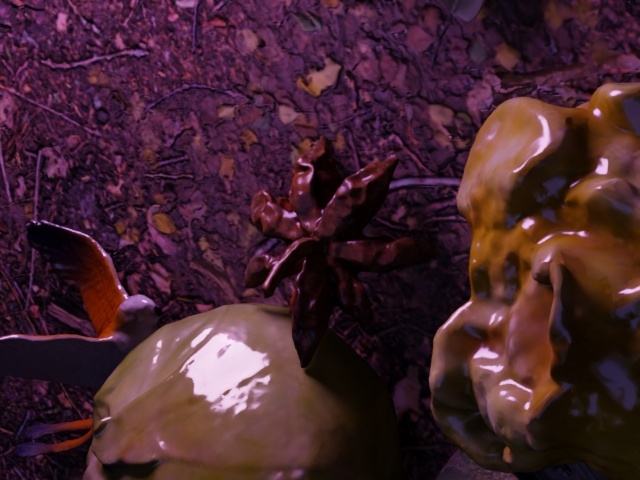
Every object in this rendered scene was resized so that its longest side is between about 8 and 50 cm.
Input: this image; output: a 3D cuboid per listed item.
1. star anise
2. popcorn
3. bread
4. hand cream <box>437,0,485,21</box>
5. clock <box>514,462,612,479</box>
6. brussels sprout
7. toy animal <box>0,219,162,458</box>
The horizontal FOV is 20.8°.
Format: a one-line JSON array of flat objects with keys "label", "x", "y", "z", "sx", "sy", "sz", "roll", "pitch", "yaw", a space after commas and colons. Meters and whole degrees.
[{"label": "star anise", "x": 0.006, "y": 0.000, "z": 1.696, "sx": 0.196, "sy": 0.111, "sz": 0.212, "roll": -19, "pitch": 62, "yaw": 5}, {"label": "popcorn", "x": 0.254, "y": 0.040, "z": 1.429, "sx": 0.293, "sy": 0.334, "sz": 0.292, "roll": 25, "pitch": 161, "yaw": -24}, {"label": "bread", "x": 0.178, "y": 0.253, "z": 1.735, "sx": 0.129, "sy": 0.044, "sz": 0.126, "roll": 47, "pitch": 138, "yaw": 7}, {"label": "hand cream", "x": 0.036, "y": -0.325, "z": 1.565, "sx": 0.314, "sy": 0.089, "sz": 0.139, "roll": 32, "pitch": 129, "yaw": 13}, {"label": "clock", "x": 0.270, "y": 0.178, "z": 1.603, "sx": 0.226, "sy": 0.049, "sz": 0.226, "roll": 18, "pitch": 128, "yaw": 25}, {"label": "brussels sprout", "x": -0.072, "y": 0.223, "z": 1.765, "sx": 0.328, "sy": 0.328, "sz": 0.247, "roll": 11, "pitch": 159, "yaw": 34}, {"label": "toy animal", "x": -0.250, "y": 0.166, "z": 1.970, "sx": 0.302, "sy": 0.225, "sz": 0.284, "roll": 9, "pitch": 134, "yaw": 22}]
